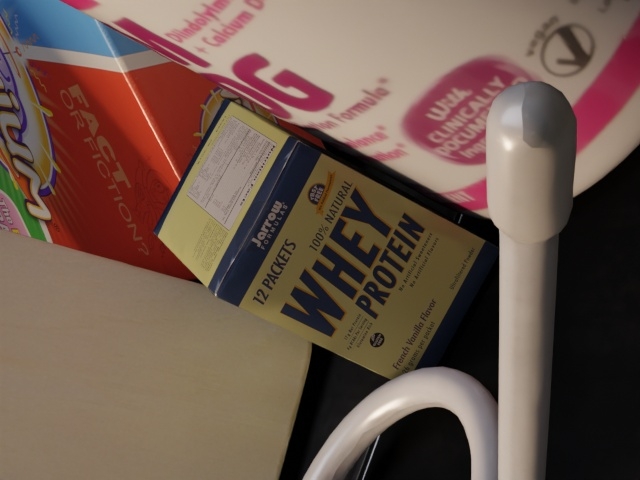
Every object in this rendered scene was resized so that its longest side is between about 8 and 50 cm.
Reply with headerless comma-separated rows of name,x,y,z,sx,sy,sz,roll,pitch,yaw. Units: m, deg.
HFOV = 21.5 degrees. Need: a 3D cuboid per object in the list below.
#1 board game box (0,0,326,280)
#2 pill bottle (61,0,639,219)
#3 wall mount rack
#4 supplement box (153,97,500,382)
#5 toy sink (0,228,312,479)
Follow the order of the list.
board game box,-0.137,-0.093,0.766,0.064,0.242,0.316,-32,10,-27
pill bottle,-0.023,-0.132,0.507,0.160,0.283,0.160,-46,29,34
wall mount rack,-0.008,0.143,0.384,0.304,0.130,0.350,-38,35,44
supplement box,0.000,0.000,0.571,0.056,0.083,0.083,-62,23,4
toy sink,-0.133,0.088,0.661,0.131,0.234,0.152,97,-172,-67
